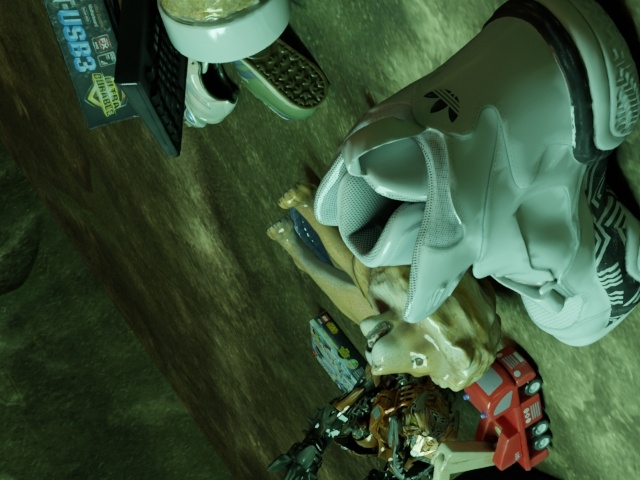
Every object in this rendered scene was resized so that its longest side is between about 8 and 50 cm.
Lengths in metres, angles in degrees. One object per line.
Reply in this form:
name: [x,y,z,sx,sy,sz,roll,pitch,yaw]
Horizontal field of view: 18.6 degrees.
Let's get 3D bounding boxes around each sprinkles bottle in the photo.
sprinkles bottle: [-0.120,-0.322,1.716,0.121,0.121,0.355,46,161,41]

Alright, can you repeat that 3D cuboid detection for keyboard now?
keyboard: [-0.165,-0.249,1.866,0.201,0.033,0.317,57,-156,-44]

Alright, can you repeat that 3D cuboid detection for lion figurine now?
lion figurine: [0.068,0.033,1.868,0.240,0.142,0.392,50,180,2]

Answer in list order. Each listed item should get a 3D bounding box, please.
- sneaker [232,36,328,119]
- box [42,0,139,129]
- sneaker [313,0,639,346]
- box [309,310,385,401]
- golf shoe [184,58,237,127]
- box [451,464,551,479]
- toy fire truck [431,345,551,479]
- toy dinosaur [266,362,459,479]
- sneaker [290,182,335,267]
sneaker: [-0.073,-0.191,1.923,0.192,0.064,0.086,48,164,3]
box: [-0.285,-0.326,2.192,0.293,0.073,0.295,-106,0,-48]
sneaker: [0.114,-0.013,1.384,0.137,0.210,0.366,49,164,33]
box: [0.036,0.163,2.402,0.137,0.027,0.094,52,163,26]
golf shoe: [-0.147,-0.215,2.200,0.086,0.069,0.176,-18,107,55]
box: [0.232,0.366,2.009,0.261,0.103,0.184,61,163,-14]
toy fire truck: [0.151,0.198,1.855,0.047,0.135,0.192,46,161,40]
toy dinosaur: [0.082,0.188,2.035,0.164,0.218,0.322,35,-167,9]
sneaker: [0.000,0.000,2.132,0.059,0.053,0.144,36,153,62]
